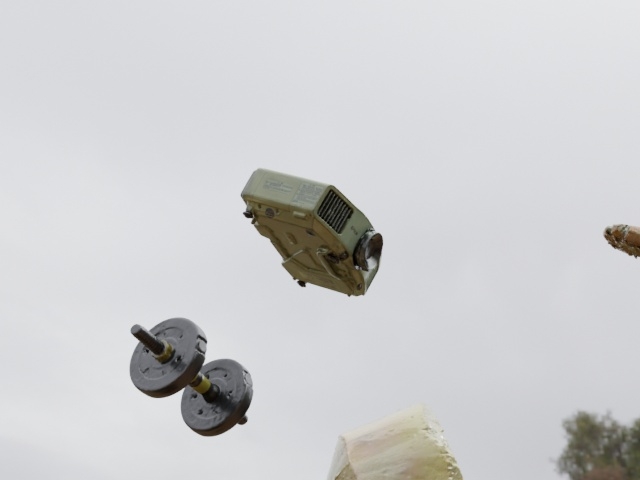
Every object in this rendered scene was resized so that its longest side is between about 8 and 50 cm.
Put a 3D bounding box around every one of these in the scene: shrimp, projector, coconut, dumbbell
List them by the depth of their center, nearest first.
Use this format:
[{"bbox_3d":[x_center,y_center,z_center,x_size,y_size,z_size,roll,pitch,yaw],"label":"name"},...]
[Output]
[{"bbox_3d":[0.000,0.000,1.399,0.194,0.088,0.269,15,-24,29],"label":"projector"},{"bbox_3d":[0.557,0.014,1.448,0.184,0.043,0.091,21,-17,31],"label":"shrimp"},{"bbox_3d":[-0.216,0.234,1.493,0.143,0.143,0.325,-15,-43,26],"label":"dumbbell"},{"bbox_3d":[0.122,0.424,1.544,0.244,0.239,0.239,-24,-30,0],"label":"coconut"}]
